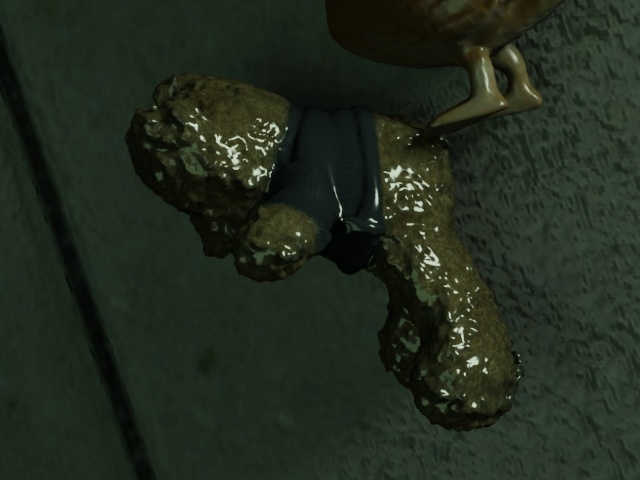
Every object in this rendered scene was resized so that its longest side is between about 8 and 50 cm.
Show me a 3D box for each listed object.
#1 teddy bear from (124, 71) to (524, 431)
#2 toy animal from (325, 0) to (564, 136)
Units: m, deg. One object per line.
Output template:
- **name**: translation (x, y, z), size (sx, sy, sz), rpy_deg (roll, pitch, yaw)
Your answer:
- **teddy bear**: translation (0.014, -0.015, 0.752), size (0.251, 0.182, 0.129), rpy_deg (35, 91, -6)
- **toy animal**: translation (0.079, -0.154, 0.719), size (0.188, 0.089, 0.179), rpy_deg (-20, 87, 31)
